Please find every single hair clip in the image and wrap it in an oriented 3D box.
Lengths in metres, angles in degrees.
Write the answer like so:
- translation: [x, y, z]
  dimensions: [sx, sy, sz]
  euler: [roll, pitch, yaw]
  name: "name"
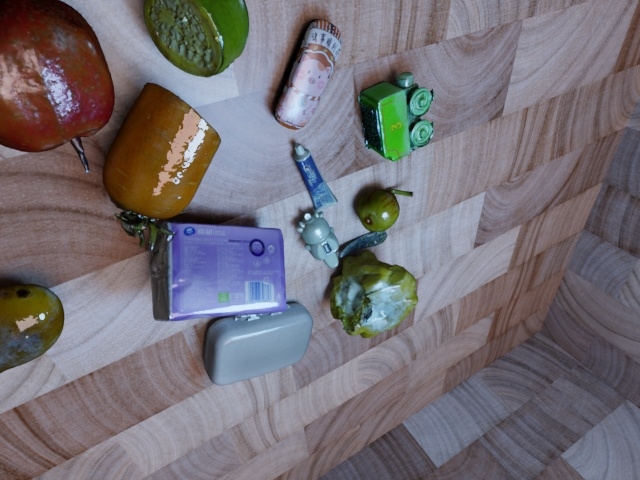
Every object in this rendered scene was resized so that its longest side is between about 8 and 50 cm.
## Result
- translation: [0.151, 0.012, 1.529]
  dimensions: [0.229, 0.036, 0.066]
  euler: [-21, 137, -31]
  name: "hair clip"

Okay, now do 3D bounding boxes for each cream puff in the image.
- translation: [0.197, 0.179, 1.515]
  dimensions: [0.274, 0.270, 0.323]
  euler: [10, 127, -21]
  name: "cream puff"

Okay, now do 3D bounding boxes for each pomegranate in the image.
- translation: [-0.246, -0.443, 0.812]
  dimensions: [0.190, 0.240, 0.159]
  euler: [101, 14, -58]
  name: "pomegranate"

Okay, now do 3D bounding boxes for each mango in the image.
- translation: [-0.728, 0.219, 0.965]
  dimensions: [0.316, 0.146, 0.192]
  euler: [-39, 138, 15]
  name: "mango"

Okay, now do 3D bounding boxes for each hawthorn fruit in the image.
- translation: [-0.470, -0.246, 0.706]
  dimensions: [0.254, 0.254, 0.300]
  euler: [-27, 122, -18]
  name: "hawthorn fruit"

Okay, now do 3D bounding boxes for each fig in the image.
- translation: [0.206, -0.122, 1.410]
  dimensions: [0.142, 0.148, 0.186]
  euler: [46, 51, -33]
  name: "fig"

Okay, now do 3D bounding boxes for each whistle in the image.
- translation: [0.002, 0.000, 1.362]
  dimensions: [0.101, 0.106, 0.253]
  euler: [-17, 131, 16]
  name: "whistle"

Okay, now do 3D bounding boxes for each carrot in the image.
- translation: [-0.355, -0.155, 0.912]
  dimensions: [0.193, 0.214, 0.331]
  euler: [30, 100, -7]
  name: "carrot"

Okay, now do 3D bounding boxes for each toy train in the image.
- translation: [0.224, -0.356, 1.237]
  dimensions: [0.188, 0.132, 0.243]
  euler: [-27, 132, -11]
  name: "toy train"

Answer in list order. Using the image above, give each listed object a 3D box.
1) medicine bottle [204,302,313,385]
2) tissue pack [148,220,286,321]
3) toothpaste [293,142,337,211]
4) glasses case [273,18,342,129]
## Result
- translation: [-0.209, 0.357, 1.463]
  dimensions: [0.375, 0.123, 0.282]
  euler: [-8, 128, -33]
  name: "medicine bottle"
- translation: [-0.272, 0.085, 1.126]
  dimensions: [0.338, 0.160, 0.242]
  euler: [3, 78, -38]
  name: "tissue pack"
- translation: [-0.022, -0.183, 1.247]
  dimensions: [0.069, 0.047, 0.268]
  euler: [-47, 142, -15]
  name: "toothpaste"
- translation: [-0.034, -0.406, 1.046]
  dimensions: [0.103, 0.067, 0.267]
  euler: [6, 118, -41]
  name: "glasses case"
